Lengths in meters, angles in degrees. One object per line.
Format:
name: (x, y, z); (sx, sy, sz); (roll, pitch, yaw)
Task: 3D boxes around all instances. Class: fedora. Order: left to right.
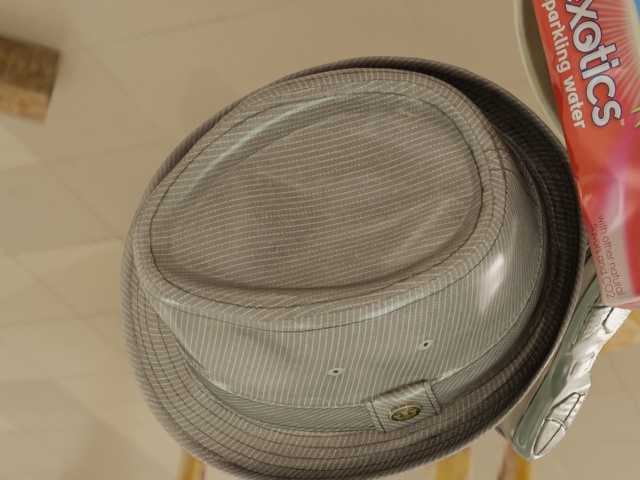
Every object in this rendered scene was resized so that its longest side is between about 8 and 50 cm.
fedora: (0.000, 0.000, 0.729); (0.275, 0.244, 0.124); (-10, 160, 12)

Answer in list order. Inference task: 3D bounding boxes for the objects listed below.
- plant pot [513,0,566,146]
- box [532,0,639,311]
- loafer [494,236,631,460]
plant pot: (0.295, -0.160, 0.849); (0.256, 0.256, 0.274); (-20, -178, 38)
box: (0.196, -0.099, 0.708); (0.128, 0.257, 0.122); (-19, 163, 32)
loafer: (0.215, 0.069, 1.233); (0.096, 0.084, 0.267); (-5, 124, -51)
